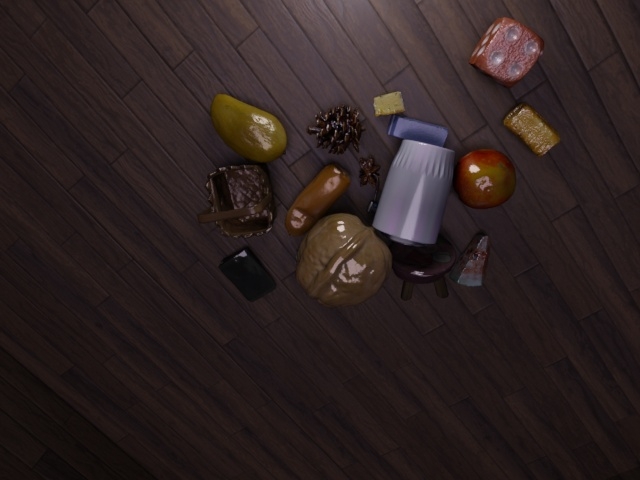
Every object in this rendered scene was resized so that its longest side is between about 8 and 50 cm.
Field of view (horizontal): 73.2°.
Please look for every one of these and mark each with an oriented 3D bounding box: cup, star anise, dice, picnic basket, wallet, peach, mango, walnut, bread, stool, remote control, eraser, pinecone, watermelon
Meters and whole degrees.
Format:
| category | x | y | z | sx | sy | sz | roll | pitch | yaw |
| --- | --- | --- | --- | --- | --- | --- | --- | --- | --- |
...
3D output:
| category | x | y | z | sx | sy | sz | roll | pitch | yaw |
| --- | --- | --- | --- | --- | --- | --- | --- | --- | --- |
| cup | 0.362 | -0.177 | 1.639 | 0.253 | 0.253 | 0.372 | 14 | 102 | -1 |
| star anise | 0.204 | -0.247 | 1.731 | 0.097 | 0.070 | 0.191 | 12 | 118 | 29 |
| dice | 0.631 | -0.636 | 1.471 | 0.173 | 0.175 | 0.179 | 28 | 111 | -8 |
| picnic basket | -0.313 | -0.150 | 1.679 | 0.253 | 0.321 | 0.292 | -7 | 110 | 11 |
| wallet | -0.328 | 0.160 | 1.952 | 0.168 | 0.052 | 0.245 | -30 | 112 | 15 |
| peach | 0.613 | -0.231 | 1.621 | 0.230 | 0.231 | 0.231 | 2 | 113 | 4 |
| mango | -0.281 | -0.419 | 1.662 | 0.331 | 0.142 | 0.195 | 25 | 108 | 3 |
| walnut | 0.083 | 0.083 | 1.667 | 0.380 | 0.381 | 0.382 | 2 | 113 | 4 |
| bread | 0.787 | -0.411 | 1.602 | 0.211 | 0.083 | 0.114 | 40 | 115 | -12 |
| stool | 0.414 | 0.109 | 1.770 | 0.271 | 0.272 | 0.179 | -5 | 128 | 7 |
| remote control | 0.296 | -0.106 | 1.798 | 0.211 | 0.028 | 0.059 | 20 | 109 | -5 |
| eraser | 0.372 | -0.420 | 1.657 | 0.224 | 0.036 | 0.082 | 14 | 113 | -1 |
| pinecone | 0.057 | -0.410 | 1.615 | 0.212 | 0.168 | 0.186 | -8 | 70 | 22 |
| watermelon | 0.661 | 0.083 | 1.826 | 0.153 | 0.094 | 0.241 | 8 | 111 | -7 |
| bread | 0.251 | -0.509 | 1.606 | 0.109 | 0.080 | 0.084 | -12 | 109 | 7 |

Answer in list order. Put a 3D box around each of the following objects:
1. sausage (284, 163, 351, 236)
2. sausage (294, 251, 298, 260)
| category | x | y | z | sx | sy | sz | roll | pitch | yaw |
| --- | --- | --- | --- | --- | --- | --- | --- | --- | --- |
| sausage | -0.025 | -0.158 | 1.758 | 0.134 | 0.116 | 0.354 | 34 | 115 | -24 |
| sausage | 0.000 | 0.000 | 1.840 | 0.083 | 0.083 | 0.264 | 40 | 109 | -12 |
